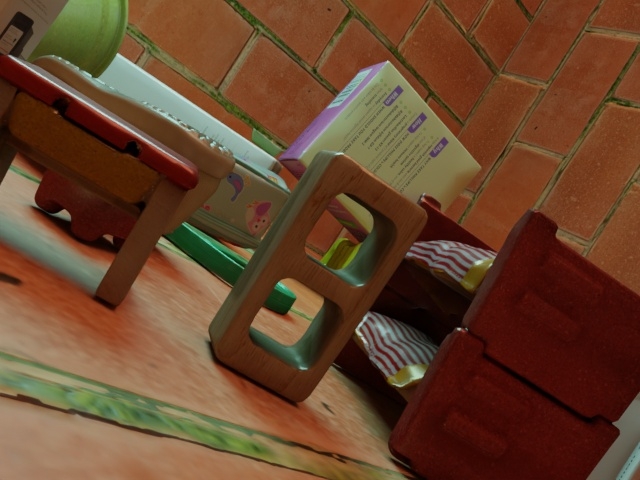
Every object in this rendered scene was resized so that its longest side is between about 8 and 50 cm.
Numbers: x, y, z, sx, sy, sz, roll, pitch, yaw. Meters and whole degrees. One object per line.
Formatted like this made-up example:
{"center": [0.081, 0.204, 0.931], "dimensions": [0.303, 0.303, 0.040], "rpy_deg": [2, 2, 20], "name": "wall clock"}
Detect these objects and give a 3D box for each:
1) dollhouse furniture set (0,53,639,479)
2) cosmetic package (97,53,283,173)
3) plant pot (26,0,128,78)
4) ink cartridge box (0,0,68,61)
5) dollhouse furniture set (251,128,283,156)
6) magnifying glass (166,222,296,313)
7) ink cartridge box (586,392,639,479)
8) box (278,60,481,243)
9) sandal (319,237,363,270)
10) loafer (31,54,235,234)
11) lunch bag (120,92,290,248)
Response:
{"center": [0.000, 0.000, 0.423], "dimensions": [0.374, 0.152, 0.201], "rpy_deg": [33, 0, -14], "name": "dollhouse furniture set"}
{"center": [-0.261, -0.172, 1.174], "dimensions": [0.365, 0.155, 0.197], "rpy_deg": [35, 3, -3], "name": "cosmetic package"}
{"center": [-0.403, -0.302, 0.835], "dimensions": [0.276, 0.276, 0.254], "rpy_deg": [33, 12, -13], "name": "plant pot"}
{"center": [-0.324, -0.206, 0.625], "dimensions": [0.109, 0.150, 0.063], "rpy_deg": [33, -4, 14], "name": "ink cartridge box"}
{"center": [-0.057, -0.177, 1.173], "dimensions": [0.114, 0.081, 0.091], "rpy_deg": [37, 2, -11], "name": "dollhouse furniture set"}
{"center": [-0.123, -0.001, 0.636], "dimensions": [0.231, 0.026, 0.092], "rpy_deg": [35, 1, 5], "name": "magnifying glass"}
{"center": [0.252, 0.185, 0.439], "dimensions": [0.198, 0.115, 0.067], "rpy_deg": [32, 0, 25], "name": "ink cartridge box"}
{"center": [0.097, -0.125, 1.108], "dimensions": [0.243, 0.213, 0.117], "rpy_deg": [44, -9, -18], "name": "box"}
{"center": [0.086, 0.075, 1.085], "dimensions": [0.138, 0.126, 0.317], "rpy_deg": [37, 1, -11], "name": "sandal"}
{"center": [-0.187, -0.084, 0.578], "dimensions": [0.268, 0.092, 0.102], "rpy_deg": [27, -4, 40], "name": "loafer"}
{"center": [-0.186, -0.095, 0.870], "dimensions": [0.224, 0.108, 0.279], "rpy_deg": [27, 2, -33], "name": "lunch bag"}
